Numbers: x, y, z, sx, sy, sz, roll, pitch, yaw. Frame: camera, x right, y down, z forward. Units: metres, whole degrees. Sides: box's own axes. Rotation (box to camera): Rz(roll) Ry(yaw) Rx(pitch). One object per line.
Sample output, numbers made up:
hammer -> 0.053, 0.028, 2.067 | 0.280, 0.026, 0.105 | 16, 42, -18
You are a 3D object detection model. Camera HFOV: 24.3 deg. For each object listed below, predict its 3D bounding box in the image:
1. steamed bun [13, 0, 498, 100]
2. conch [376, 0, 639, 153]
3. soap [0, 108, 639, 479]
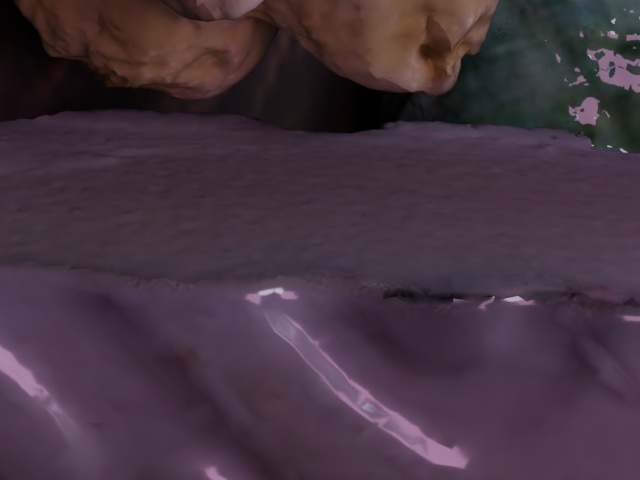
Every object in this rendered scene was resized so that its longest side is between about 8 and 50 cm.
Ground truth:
steamed bun -> -0.032, -0.193, 0.437 | 0.292, 0.137, 0.295 | 37, 99, 10
conch -> 0.111, -0.042, 0.593 | 0.188, 0.122, 0.175 | -34, 134, -19
soap -> 0.000, 0.000, 0.434 | 0.302, 0.159, 0.258 | -39, 106, 13
